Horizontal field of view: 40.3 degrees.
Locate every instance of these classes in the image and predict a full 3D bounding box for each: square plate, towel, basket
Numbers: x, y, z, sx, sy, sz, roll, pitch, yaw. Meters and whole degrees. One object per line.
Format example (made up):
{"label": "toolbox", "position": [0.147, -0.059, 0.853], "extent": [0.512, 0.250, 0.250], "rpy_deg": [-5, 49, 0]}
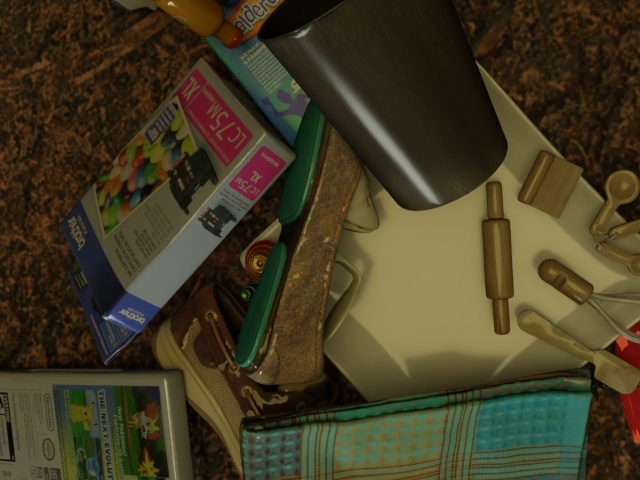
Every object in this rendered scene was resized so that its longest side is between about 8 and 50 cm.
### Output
{"label": "square plate", "position": [0.146, 0.031, 0.969], "extent": [0.344, 0.049, 0.347], "rpy_deg": [-43, 87, 8]}
{"label": "towel", "position": [0.106, 0.279, 0.906], "extent": [0.370, 0.040, 0.272], "rpy_deg": [-6, 109, -11]}
{"label": "basket", "position": [0.076, -0.155, 0.837], "extent": [0.154, 0.204, 0.227], "rpy_deg": [-4, 129, 47]}

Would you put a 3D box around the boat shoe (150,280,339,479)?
{"label": "boat shoe", "position": [-0.038, 0.189, 0.967], "extent": [0.123, 0.123, 0.342], "rpy_deg": [-45, 80, 20]}

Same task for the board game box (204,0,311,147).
{"label": "board game box", "position": [-0.013, -0.209, 0.979], "extent": [0.160, 0.047, 0.210], "rpy_deg": [-38, 87, 10]}

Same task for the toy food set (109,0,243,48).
{"label": "toy food set", "position": [-0.167, -0.292, 0.964], "extent": [0.232, 0.104, 0.111], "rpy_deg": [28, 88, 45]}

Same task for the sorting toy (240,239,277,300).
{"label": "sorting toy", "position": [-0.059, 0.051, 0.959], "extent": [0.061, 0.042, 0.102], "rpy_deg": [-22, 89, 12]}

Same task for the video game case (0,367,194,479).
{"label": "video game case", "position": [-0.268, 0.312, 1.011], "extent": [0.300, 0.036, 0.329], "rpy_deg": [-4, 93, 29]}

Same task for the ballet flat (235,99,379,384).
{"label": "ballet flat", "position": [0.000, 0.000, 0.915], "extent": [0.106, 0.107, 0.316], "rpy_deg": [18, 86, -19]}

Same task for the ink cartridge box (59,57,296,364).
{"label": "ink cartridge box", "position": [-0.181, -0.036, 0.961], "extent": [0.311, 0.065, 0.186], "rpy_deg": [-49, 45, 10]}

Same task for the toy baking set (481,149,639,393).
{"label": "toy baking set", "position": [0.267, 0.034, 0.909], "extent": [0.196, 0.030, 0.256], "rpy_deg": [1, 94, 8]}

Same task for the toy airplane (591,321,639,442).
{"label": "toy airplane", "position": [0.371, 0.152, 0.951], "extent": [0.151, 0.028, 0.151], "rpy_deg": [1, 95, 9]}
